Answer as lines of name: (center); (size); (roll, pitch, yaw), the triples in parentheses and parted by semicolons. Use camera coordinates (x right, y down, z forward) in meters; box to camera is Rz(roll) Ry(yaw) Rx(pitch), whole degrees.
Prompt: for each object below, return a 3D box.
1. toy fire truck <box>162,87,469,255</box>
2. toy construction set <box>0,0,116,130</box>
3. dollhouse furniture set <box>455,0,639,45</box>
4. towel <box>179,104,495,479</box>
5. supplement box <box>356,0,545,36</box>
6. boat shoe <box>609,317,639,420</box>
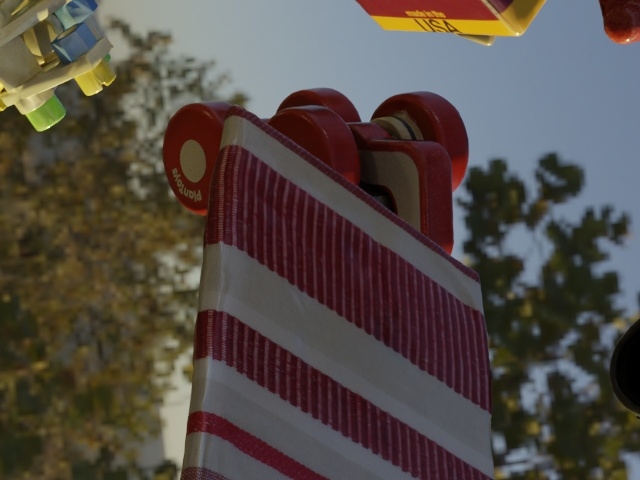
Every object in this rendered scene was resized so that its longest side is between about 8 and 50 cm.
toy fire truck: (0.000, 0.000, 1.424); (0.302, 0.169, 0.254); (8, -75, 46)
toy construction set: (-0.319, -0.137, 1.357); (0.215, 0.327, 0.151); (-92, 165, -65)
dollhouse furniture set: (0.171, -0.257, 0.694); (0.152, 0.201, 0.374); (-40, 149, -58)
towel: (0.015, 0.098, 0.945); (0.037, 0.237, 0.329); (-32, -142, 33)
supplement box: (0.011, -0.161, 0.492); (0.188, 0.104, 0.081); (43, -15, -28)
boat shoe: (0.435, 0.092, 1.566); (0.500, 0.156, 0.187); (136, -40, -67)
